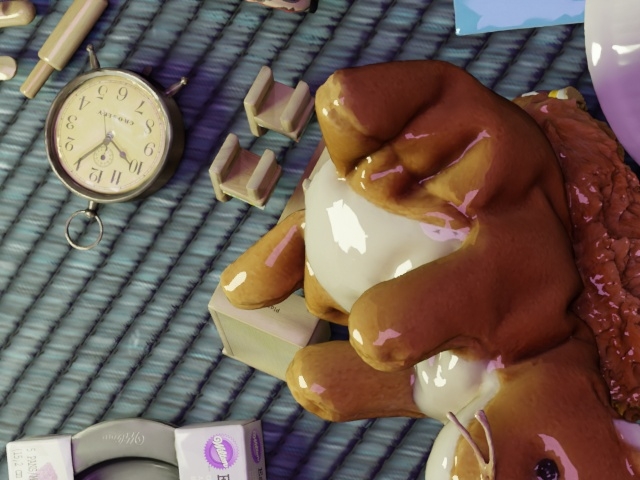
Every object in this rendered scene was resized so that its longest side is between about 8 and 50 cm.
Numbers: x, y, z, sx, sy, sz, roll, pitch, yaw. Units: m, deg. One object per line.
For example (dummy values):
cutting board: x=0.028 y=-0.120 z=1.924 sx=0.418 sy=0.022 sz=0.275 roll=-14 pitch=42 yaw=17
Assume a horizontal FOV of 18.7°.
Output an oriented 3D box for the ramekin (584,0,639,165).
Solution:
ramekin: x=0.367 y=-0.177 z=1.627 sx=0.135 sy=0.277 sz=0.277 roll=-1 pitch=90 yaw=55

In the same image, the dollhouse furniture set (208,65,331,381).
dollhouse furniture set: x=0.000 y=0.000 z=1.816 sx=0.212 sy=0.161 sz=0.242 roll=23 pitch=73 yaw=12

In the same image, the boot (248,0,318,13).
boot: x=-0.003 y=-0.343 z=1.713 sx=0.377 sy=0.138 sz=0.284 roll=26 pitch=105 yaw=57

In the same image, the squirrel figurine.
squirrel figurine: x=0.170 y=0.068 z=1.563 sx=0.370 sy=0.397 sz=0.281 roll=57 pitch=135 yaw=24

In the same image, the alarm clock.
alarm clock: x=-0.203 y=-0.082 z=1.877 sx=0.129 sy=0.064 sz=0.192 roll=21 pitch=93 yaw=12

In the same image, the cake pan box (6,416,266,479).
cake pan box: x=-0.169 y=0.302 z=1.871 sx=0.246 sy=0.070 sz=0.266 roll=-4 pitch=89 yaw=11

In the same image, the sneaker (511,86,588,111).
sneaker: x=0.212 y=-0.045 z=1.785 sx=0.084 sy=0.069 sz=0.185 roll=-9 pitch=88 yaw=29

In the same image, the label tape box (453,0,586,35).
label tape box: x=0.212 y=-0.366 z=1.749 sx=0.241 sy=0.106 sz=0.333 roll=-4 pitch=89 yaw=18

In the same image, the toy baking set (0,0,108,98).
toy baking set: x=-0.314 y=-0.236 z=1.921 sx=0.197 sy=0.030 sz=0.256 roll=31 pitch=91 yaw=17
